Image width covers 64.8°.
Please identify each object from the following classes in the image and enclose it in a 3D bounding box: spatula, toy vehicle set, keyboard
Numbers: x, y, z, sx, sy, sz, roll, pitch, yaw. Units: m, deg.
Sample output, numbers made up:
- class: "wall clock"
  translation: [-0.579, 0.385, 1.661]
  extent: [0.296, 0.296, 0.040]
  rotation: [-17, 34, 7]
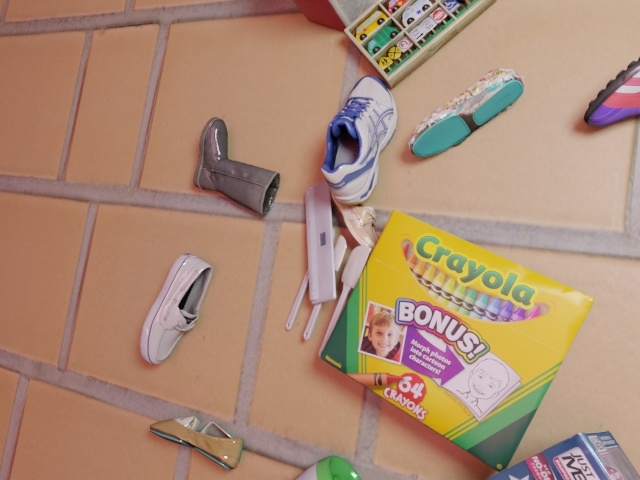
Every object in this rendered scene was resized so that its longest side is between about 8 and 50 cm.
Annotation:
- class: "spatula"
  translation: [0.007, 0.101, 1.027]
  extent: [0.168, 0.019, 0.241]
  rotation: [28, 101, 46]
- class: "toy vehicle set"
  translation: [0.200, -0.460, 1.033]
  extent: [0.267, 0.035, 0.166]
  rotation: [-39, 69, 10]
- class: "keyboard"
  translation: [0.000, 0.000, 1.036]
  extent: [0.072, 0.014, 0.255]
  rotation: [-18, 68, 41]

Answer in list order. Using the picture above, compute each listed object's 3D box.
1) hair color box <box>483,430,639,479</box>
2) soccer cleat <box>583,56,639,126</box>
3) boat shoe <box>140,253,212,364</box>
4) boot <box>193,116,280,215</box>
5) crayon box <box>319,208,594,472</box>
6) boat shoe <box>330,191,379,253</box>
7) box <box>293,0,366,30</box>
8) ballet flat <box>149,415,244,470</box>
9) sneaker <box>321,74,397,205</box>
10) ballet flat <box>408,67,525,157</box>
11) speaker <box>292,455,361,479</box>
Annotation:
- class: "hair color box"
  translation: [0.290, 0.412, 0.760]
  extent: [0.347, 0.174, 0.105]
  rotation: [-41, 53, 23]
- class: "soccer cleat"
  translation: [0.590, -0.269, 0.808]
  extent: [0.318, 0.109, 0.116]
  rotation: [-34, 74, 13]
- class: "boat shoe"
  translation: [-0.322, 0.165, 1.154]
  extent: [0.088, 0.096, 0.267]
  rotation: [20, 82, 30]
- class: "boot"
  translation: [-0.185, -0.172, 1.150]
  extent: [0.209, 0.076, 0.189]
  rotation: [19, 104, 32]
- class: "crayon box"
  translation: [0.228, 0.160, 0.899]
  extent: [0.363, 0.106, 0.312]
  rotation: [27, 94, 25]
- class: "boat shoe"
  translation: [0.081, -0.051, 1.020]
  extent: [0.059, 0.063, 0.170]
  rotation: [-38, 68, 21]
- class: "box"
  translation: [0.006, -0.563, 1.036]
  extent: [0.127, 0.232, 0.148]
  rotation: [27, 93, 24]
- class: "ballet flat"
  translation: [-0.268, 0.429, 1.109]
  extent: [0.233, 0.080, 0.073]
  rotation: [14, 60, 23]
- class: "sneaker"
  translation: [0.076, -0.221, 0.989]
  extent: [0.112, 0.131, 0.296]
  rotation: [1, 66, 25]
- class: "ballet flat"
  translation: [0.272, -0.245, 0.967]
  extent: [0.241, 0.091, 0.077]
  rotation: [-30, 41, 13]
- class: "speaker"
  translation: [-0.054, 0.542, 0.958]
  extent: [0.296, 0.131, 0.131]
  rotation: [-43, 68, 12]
